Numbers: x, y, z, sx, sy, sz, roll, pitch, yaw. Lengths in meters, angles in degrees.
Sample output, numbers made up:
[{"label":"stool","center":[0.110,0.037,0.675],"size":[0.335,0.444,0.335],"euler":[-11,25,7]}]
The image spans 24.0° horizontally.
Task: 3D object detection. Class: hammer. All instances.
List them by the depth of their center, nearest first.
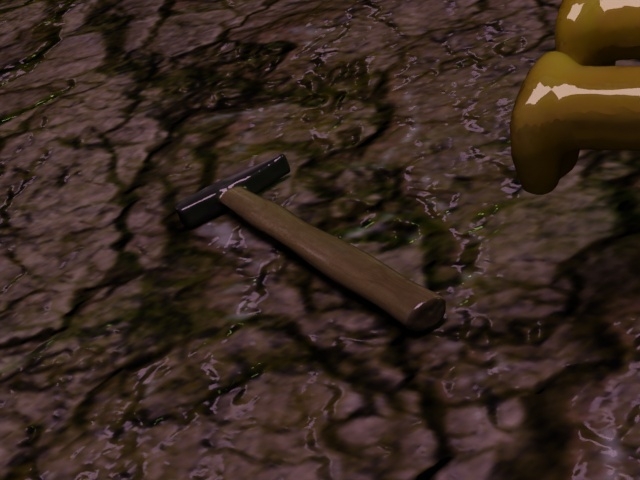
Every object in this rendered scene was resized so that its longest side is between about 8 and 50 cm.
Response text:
[{"label":"hammer","center":[0.000,0.000,0.667],"size":[0.062,0.013,0.199],"euler":[-29,28,-18]}]

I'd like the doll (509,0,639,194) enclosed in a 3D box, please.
[{"label":"doll","center":[0.247,-0.070,0.495],"size":[0.363,0.145,0.199],"euler":[1,46,28]}]
